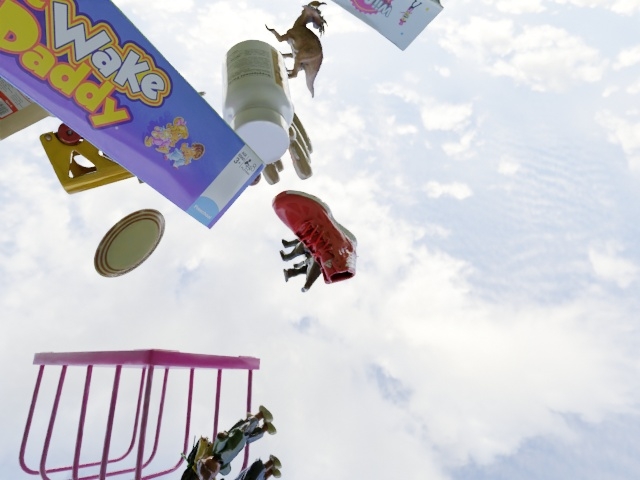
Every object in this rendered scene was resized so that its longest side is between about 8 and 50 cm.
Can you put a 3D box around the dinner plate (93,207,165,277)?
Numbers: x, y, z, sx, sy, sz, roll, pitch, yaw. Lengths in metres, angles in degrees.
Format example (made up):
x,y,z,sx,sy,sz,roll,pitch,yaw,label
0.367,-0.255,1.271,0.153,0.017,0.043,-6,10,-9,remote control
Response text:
x,y,z,sx,sy,sz,roll,pitch,yaw,label
-0.321,0.004,0.689,0.141,0.017,0.141,-12,-127,17,dinner plate

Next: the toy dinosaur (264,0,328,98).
x,y,z,sx,sy,sz,roll,pitch,yaw,label
-0.041,-0.621,1.288,0.200,0.127,0.295,-20,-88,12,toy dinosaur

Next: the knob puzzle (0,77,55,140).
x,y,z,sx,sy,sz,roll,pitch,yaw,label
-0.485,-0.284,0.644,0.213,0.213,0.030,-25,-151,-18,knob puzzle

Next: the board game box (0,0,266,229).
x,y,z,sx,sy,sz,roll,pitch,yaw,label
-0.223,-0.170,0.308,0.078,0.347,0.233,-50,-133,-4,board game box

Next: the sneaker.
x,y,z,sx,sy,sz,roll,pitch,yaw,label
0.000,0.000,0.775,0.221,0.087,0.128,32,-149,-29,sneaker

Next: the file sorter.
x,y,z,sx,sy,sz,roll,pitch,yaw,label
-0.271,0.264,0.609,0.291,0.202,0.182,-10,-112,31,file sorter

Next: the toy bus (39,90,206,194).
x,y,z,sx,sy,sz,roll,pitch,yaw,label
-0.278,-0.133,0.584,0.202,0.104,0.191,-1,-155,28,toy bus

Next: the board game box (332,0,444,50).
x,y,z,sx,sy,sz,roll,pitch,yaw,label
0.073,-0.493,0.667,0.224,0.097,0.303,17,-122,-30,board game box

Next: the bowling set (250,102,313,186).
x,y,z,sx,sy,sz,roll,pitch,yaw,label
-0.128,-0.225,0.989,0.200,0.154,0.287,-22,-156,6,bowling set

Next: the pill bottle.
x,y,z,sx,sy,sz,roll,pitch,yaw,label
-0.119,-0.259,0.763,0.131,0.131,0.229,-6,-125,-5,pill bottle

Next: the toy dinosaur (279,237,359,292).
x,y,z,sx,sy,sz,roll,pitch,yaw,label
-0.009,0.030,0.964,0.160,0.313,0.121,-20,-86,9,toy dinosaur

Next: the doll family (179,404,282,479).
x,y,z,sx,sy,sz,roll,pitch,yaw,label
-0.108,0.273,0.465,0.076,0.193,0.111,15,-148,39,doll family
